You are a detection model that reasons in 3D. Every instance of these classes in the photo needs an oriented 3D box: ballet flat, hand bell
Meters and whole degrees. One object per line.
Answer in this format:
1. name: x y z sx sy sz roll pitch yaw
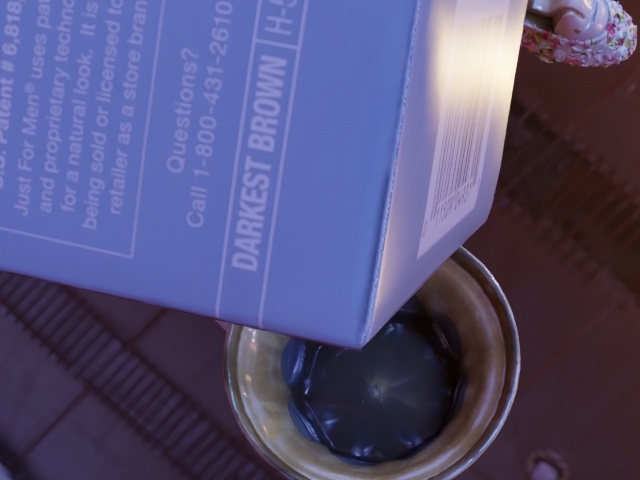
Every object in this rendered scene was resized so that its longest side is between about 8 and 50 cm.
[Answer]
1. ballet flat: 0.208 -0.231 1.487 0.241 0.091 0.077 16 -14 -10
2. hand bell: 0.032 0.092 0.755 0.126 0.126 0.242 24 -17 14

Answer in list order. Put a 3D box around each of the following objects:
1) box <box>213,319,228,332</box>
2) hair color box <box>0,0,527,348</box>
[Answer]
1. box: -0.096 0.007 1.573 0.275 0.113 0.094 39 -59 27
2. hair color box: -0.134 -0.077 0.496 0.374 0.185 0.113 11 -77 14
